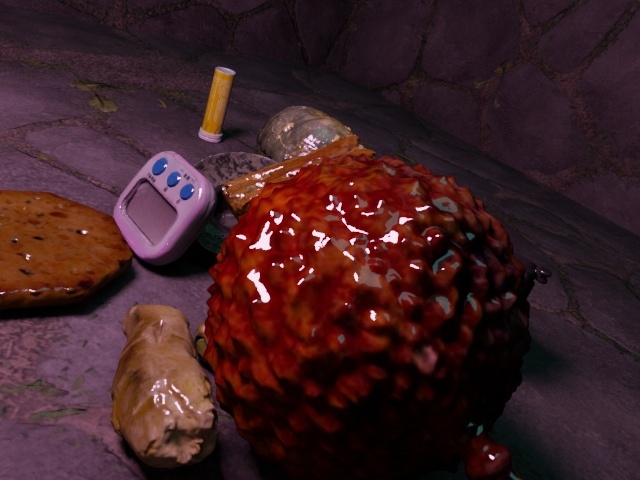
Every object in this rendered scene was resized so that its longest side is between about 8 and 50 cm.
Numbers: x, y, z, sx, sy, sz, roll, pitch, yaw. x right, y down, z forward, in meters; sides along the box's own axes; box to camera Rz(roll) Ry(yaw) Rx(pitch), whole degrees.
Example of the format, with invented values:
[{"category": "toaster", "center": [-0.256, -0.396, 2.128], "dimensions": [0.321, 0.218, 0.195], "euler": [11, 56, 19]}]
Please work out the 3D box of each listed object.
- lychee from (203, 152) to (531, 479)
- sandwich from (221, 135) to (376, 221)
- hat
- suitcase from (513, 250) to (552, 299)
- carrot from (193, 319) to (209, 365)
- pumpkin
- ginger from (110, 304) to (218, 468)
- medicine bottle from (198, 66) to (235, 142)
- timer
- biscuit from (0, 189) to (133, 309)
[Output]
[{"category": "lychee", "center": [0.065, 0.111, 0.706], "dimensions": [0.424, 0.425, 0.500], "euler": [4, 30, -31]}, {"category": "sandwich", "center": [0.000, 0.000, 1.030], "dimensions": [0.262, 0.325, 0.131], "euler": [-24, 28, -10]}, {"category": "hat", "center": [-0.160, -0.052, 1.177], "dimensions": [0.265, 0.128, 0.266], "euler": [2, 66, -5]}, {"category": "suitcase", "center": [0.246, 0.072, 1.133], "dimensions": [0.152, 0.230, 0.335], "euler": [-7, 37, -46]}, {"category": "carrot", "center": [-0.109, 0.142, 0.895], "dimensions": [0.193, 0.087, 0.087], "euler": [-11, 39, -46]}, {"category": "pumpkin", "center": [-0.013, -0.175, 1.376], "dimensions": [0.257, 0.292, 0.327], "euler": [-29, 32, -21]}, {"category": "ginger", "center": [-0.204, 0.179, 0.712], "dimensions": [0.109, 0.116, 0.263], "euler": [27, 14, -31]}, {"category": "medicine bottle", "center": [-0.314, -0.411, 1.711], "dimensions": [0.073, 0.218, 0.074], "euler": [16, 26, -8]}, {"category": "timer", "center": [-0.293, -0.062, 1.060], "dimensions": [0.208, 0.191, 0.069], "euler": [40, 2, 36]}, {"category": "biscuit", "center": [-0.493, 0.005, 0.924], "dimensions": [0.359, 0.046, 0.359], "euler": [14, 24, -6]}]
